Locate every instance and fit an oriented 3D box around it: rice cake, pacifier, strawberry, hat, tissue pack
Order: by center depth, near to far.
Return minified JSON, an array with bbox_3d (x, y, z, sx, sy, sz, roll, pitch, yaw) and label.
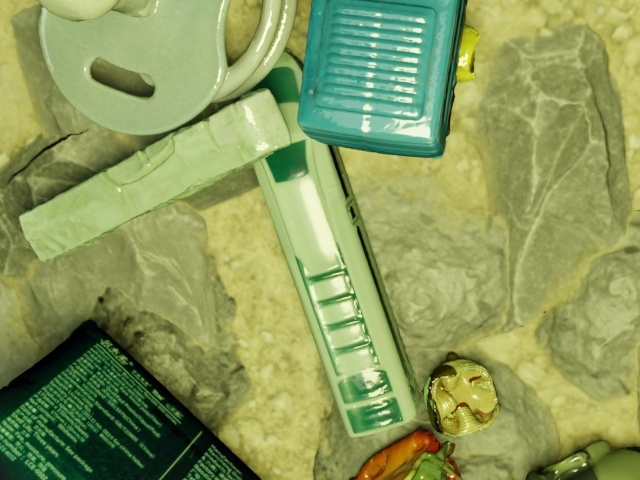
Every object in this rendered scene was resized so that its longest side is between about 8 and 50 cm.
[{"bbox_3d":[-0.174,-0.239,0.915,0.244,0.233,0.299,21,106,19],"label":"pacifier"},{"bbox_3d":[-0.171,-0.063,1.008,0.336,0.063,0.066,-24,97,27],"label":"rice cake"},{"bbox_3d":[-0.208,0.323,1.013,0.416,0.264,0.253,44,122,-2],"label":"tissue pack"},{"bbox_3d":[0.084,0.278,1.039,0.085,0.140,0.192,42,101,-10],"label":"strawberry"},{"bbox_3d":[0.145,0.162,1.042,0.076,0.059,0.077,-16,105,-4],"label":"hat"}]

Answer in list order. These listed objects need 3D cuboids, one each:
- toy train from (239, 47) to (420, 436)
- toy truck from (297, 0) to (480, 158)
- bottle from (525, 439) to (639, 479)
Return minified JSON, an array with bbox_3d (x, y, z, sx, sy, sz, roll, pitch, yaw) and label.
[{"bbox_3d":[0.000,0.000,1.015,0.087,0.088,0.406,-17,98,14],"label":"toy train"},{"bbox_3d":[0.077,-0.271,0.892,0.161,0.162,0.384,9,94,9],"label":"toy truck"},{"bbox_3d":[0.216,0.342,1.017,0.347,0.168,0.168,-35,94,11],"label":"bottle"}]
